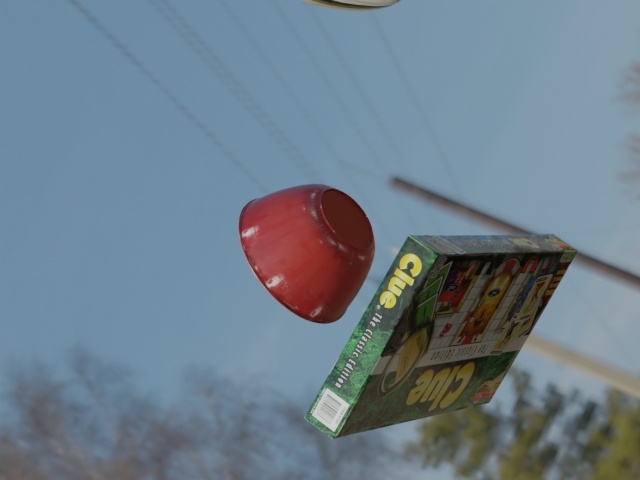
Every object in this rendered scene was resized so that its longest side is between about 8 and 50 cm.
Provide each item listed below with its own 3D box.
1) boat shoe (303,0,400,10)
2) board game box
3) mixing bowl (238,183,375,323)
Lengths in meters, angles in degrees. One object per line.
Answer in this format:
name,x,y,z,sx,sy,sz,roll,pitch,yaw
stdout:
boat shoe,-0.028,-0.318,1.682,0.103,0.302,0.113,-22,47,65
board game box,0.088,0.058,1.159,0.136,0.030,0.259,-59,-23,15
mixing bowl,0.000,0.000,2.099,0.098,0.181,0.181,-38,-3,32
